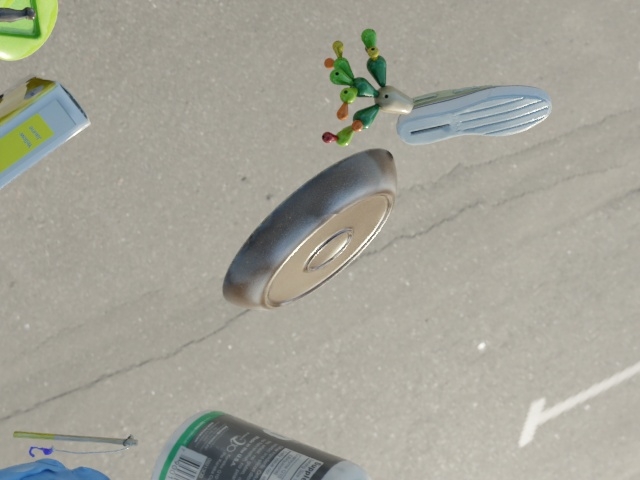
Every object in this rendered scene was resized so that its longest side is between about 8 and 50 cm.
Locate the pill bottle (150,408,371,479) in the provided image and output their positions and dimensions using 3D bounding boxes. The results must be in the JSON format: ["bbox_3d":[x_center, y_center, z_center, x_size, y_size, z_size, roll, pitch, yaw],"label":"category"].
[{"bbox_3d":[-0.050,0.391,1.163,0.204,0.361,0.204,-38,135,-50],"label":"pill bottle"}]

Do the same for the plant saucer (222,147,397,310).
[{"bbox_3d":[0.000,0.000,1.138,0.311,0.050,0.310,-37,163,-13],"label":"plant saucer"}]

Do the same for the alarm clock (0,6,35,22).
[{"bbox_3d":[-0.266,-0.109,0.436,0.192,0.064,0.129,-38,142,-4],"label":"alarm clock"}]

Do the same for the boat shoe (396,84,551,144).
[{"bbox_3d":[0.296,-0.265,1.596,0.302,0.094,0.109,-6,140,15],"label":"boat shoe"}]

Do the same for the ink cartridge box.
[{"bbox_3d":[-0.429,-0.081,0.937,0.307,0.303,0.072,-38,116,-13],"label":"ink cartridge box"}]

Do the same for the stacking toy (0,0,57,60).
[{"bbox_3d":[-0.518,-0.315,1.077,0.309,0.130,0.279,-54,161,-6],"label":"stacking toy"}]

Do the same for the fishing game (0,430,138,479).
[{"bbox_3d":[-0.278,0.292,0.789,0.189,0.264,0.041,2,123,-7],"label":"fishing game"}]

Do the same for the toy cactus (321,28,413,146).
[{"bbox_3d":[0.085,-0.268,1.489,0.180,0.112,0.219,14,81,-31],"label":"toy cactus"}]
